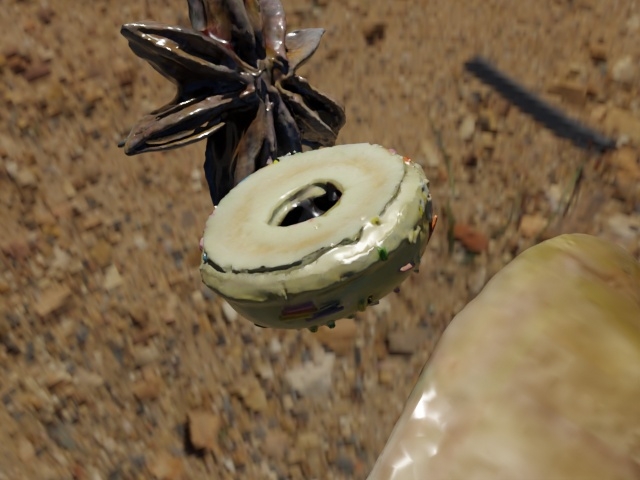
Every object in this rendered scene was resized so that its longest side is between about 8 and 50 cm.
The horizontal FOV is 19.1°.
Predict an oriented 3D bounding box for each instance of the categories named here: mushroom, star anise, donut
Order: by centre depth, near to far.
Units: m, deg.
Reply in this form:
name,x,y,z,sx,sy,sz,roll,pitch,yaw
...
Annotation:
name,x,y,z,sx,sy,sz,roll,pitch,yaw
mushroom,0.149,0.194,0.893,0.313,0.224,0.397,20,66,16
donut,0.000,0.000,1.312,0.174,0.068,0.174,-17,29,10
star anise,-0.066,-0.119,1.559,0.093,0.236,0.229,3,83,49
